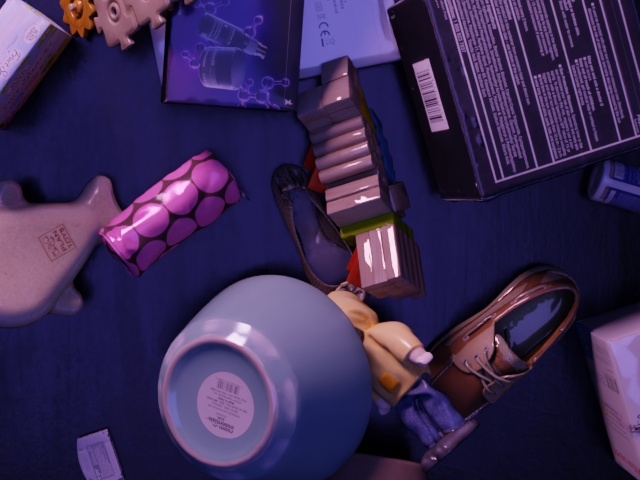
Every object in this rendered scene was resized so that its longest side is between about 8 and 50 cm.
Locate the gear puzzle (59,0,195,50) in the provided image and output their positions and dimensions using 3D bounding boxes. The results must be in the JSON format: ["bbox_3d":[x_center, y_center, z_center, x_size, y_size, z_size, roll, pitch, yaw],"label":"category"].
[{"bbox_3d":[-0.256,-0.354,1.526,0.044,0.339,0.176,-16,87,-43],"label":"gear puzzle"}]

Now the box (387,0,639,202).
[{"bbox_3d":[0.288,-0.234,1.592,0.294,0.183,0.296,-17,96,-11],"label":"box"}]

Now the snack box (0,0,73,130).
[{"bbox_3d":[-0.427,-0.236,1.547,0.070,0.207,0.174,37,92,-6],"label":"snack box"}]

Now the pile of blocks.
[{"bbox_3d":[0.047,-0.077,1.645,0.112,0.149,0.362,-16,88,21],"label":"pile of blocks"}]

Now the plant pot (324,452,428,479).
[{"bbox_3d":[0.068,0.428,1.634,0.263,0.263,0.229,10,78,-5],"label":"plant pot"}]

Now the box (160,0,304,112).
[{"bbox_3d":[-0.119,-0.313,1.560,0.184,0.103,0.261,2,96,-13],"label":"box"}]

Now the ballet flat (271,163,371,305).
[{"bbox_3d":[0.000,0.000,1.670,0.084,0.058,0.250,-26,96,-1],"label":"ballet flat"}]

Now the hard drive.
[{"bbox_3d":[-0.074,-0.345,1.642,0.353,0.047,0.233,-11,96,-3],"label":"hard drive"}]

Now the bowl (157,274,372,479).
[{"bbox_3d":[-0.101,0.208,1.564,0.311,0.163,0.312,2,93,27],"label":"bowl"}]

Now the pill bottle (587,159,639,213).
[{"bbox_3d":[0.466,-0.077,1.690,0.120,0.067,0.067,16,94,-5],"label":"pill bottle"}]

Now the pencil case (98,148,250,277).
[{"bbox_3d":[-0.210,-0.034,1.616,0.209,0.098,0.095,-36,56,-16],"label":"pencil case"}]

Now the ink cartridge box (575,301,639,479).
[{"bbox_3d":[0.505,0.218,1.666,0.168,0.171,0.233,-17,96,-2],"label":"ink cartridge box"}]

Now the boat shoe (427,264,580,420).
[{"bbox_3d":[0.255,0.163,1.670,0.122,0.120,0.324,42,91,-6],"label":"boat shoe"}]

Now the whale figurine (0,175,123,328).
[{"bbox_3d":[-0.407,0.011,1.624,0.272,0.141,0.216,-34,103,-24],"label":"whale figurine"}]

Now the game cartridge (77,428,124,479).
[{"bbox_3d":[-0.333,0.329,1.698,0.056,0.017,0.083,-17,96,-6],"label":"game cartridge"}]

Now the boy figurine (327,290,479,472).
[{"bbox_3d":[0.102,0.184,1.609,0.092,0.177,0.285,-35,81,-34],"label":"boy figurine"}]
